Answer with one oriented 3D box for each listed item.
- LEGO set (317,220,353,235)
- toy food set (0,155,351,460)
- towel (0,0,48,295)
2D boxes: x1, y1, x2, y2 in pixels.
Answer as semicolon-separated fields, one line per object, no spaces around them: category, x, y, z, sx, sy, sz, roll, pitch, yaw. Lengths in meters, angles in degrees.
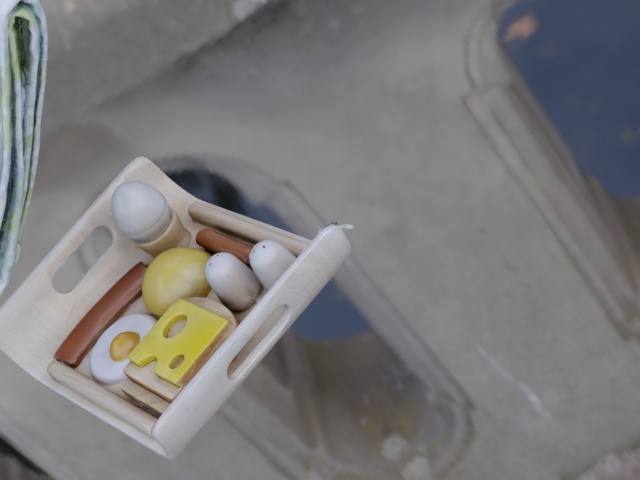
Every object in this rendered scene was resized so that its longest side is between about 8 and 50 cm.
LEGO set;-0.001;0.002;1.778;0.083;0.023;0.054;-46;17;22
toy food set;-0.137;0.041;1.467;0.220;0.092;0.306;-50;34;-15
towel;-0.309;-0.179;1.379;0.090;0.321;0.374;-11;50;-25
